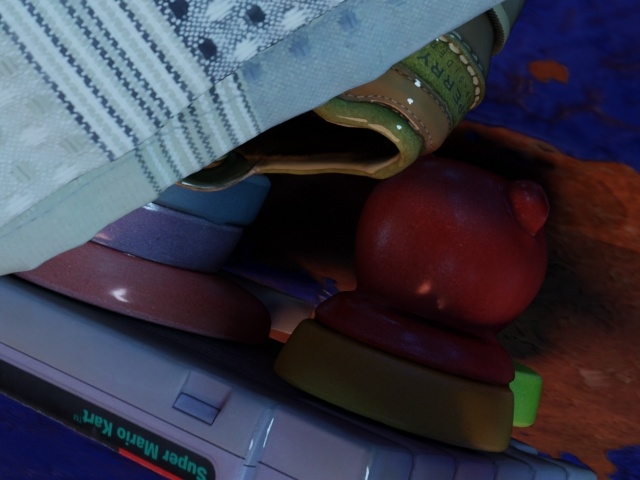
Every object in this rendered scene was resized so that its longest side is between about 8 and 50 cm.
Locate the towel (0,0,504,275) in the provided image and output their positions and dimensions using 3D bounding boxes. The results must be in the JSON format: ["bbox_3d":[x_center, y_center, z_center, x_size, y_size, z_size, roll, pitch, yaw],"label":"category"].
[{"bbox_3d":[-0.026,-0.139,0.454,0.056,0.312,0.324,57,179,36],"label":"towel"}]

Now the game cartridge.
[{"bbox_3d":[-0.059,0.079,0.953,0.355,0.068,0.230,20,-173,37],"label":"game cartridge"}]

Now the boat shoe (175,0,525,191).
[{"bbox_3d":[-0.058,-0.083,0.805,0.307,0.104,0.111,0,146,46],"label":"boat shoe"}]

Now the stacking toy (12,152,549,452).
[{"bbox_3d":[0.000,0.000,0.989,0.309,0.130,0.279,20,-177,21],"label":"stacking toy"}]
